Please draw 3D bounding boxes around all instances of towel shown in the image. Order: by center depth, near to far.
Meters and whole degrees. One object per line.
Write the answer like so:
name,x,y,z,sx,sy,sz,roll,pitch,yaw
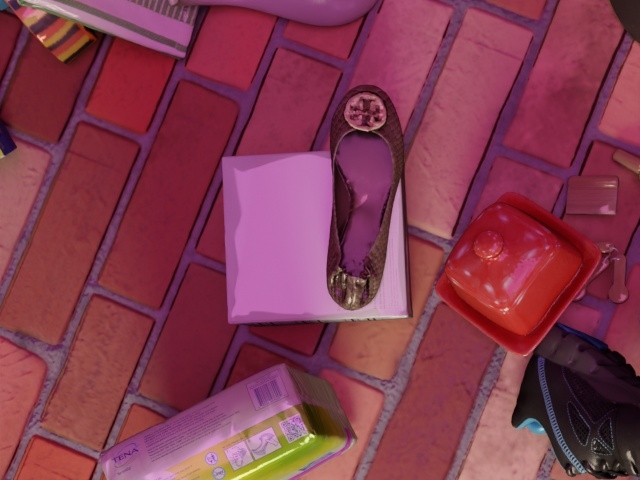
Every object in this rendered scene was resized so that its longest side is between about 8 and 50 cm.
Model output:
towel,-0.226,-0.407,1.568,0.248,0.038,0.324,16,87,-27

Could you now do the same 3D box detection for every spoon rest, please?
spoon rest,-0.056,-0.321,1.576,0.277,0.084,0.137,-8,91,-15

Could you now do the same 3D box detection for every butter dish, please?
butter dish,0.210,0.022,1.493,0.160,0.118,0.160,38,90,35

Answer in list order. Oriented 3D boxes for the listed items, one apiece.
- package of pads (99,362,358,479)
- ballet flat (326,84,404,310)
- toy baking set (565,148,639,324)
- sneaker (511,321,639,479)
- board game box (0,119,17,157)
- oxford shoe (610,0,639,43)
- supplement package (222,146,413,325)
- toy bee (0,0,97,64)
package of pads,-0.096,0.232,1.440,0.229,0.296,0.101,-27,76,4
ballet flat,0.043,-0.048,1.413,0.084,0.058,0.249,6,86,5
toy baking set,0.386,0.012,1.510,0.256,0.030,0.196,27,87,25
sneaker,0.341,0.216,1.418,0.125,0.341,0.139,22,98,-33
board game box,-0.586,-0.131,1.595,0.347,0.078,0.233,-27,101,4
oxford shoe,0.379,-0.337,1.545,0.076,0.076,0.212,-20,96,-35
supplement package,0.000,0.000,1.519,0.203,0.149,0.194,-3,85,6
toy bee,-0.404,-0.342,1.581,0.298,0.162,0.195,30,92,7
